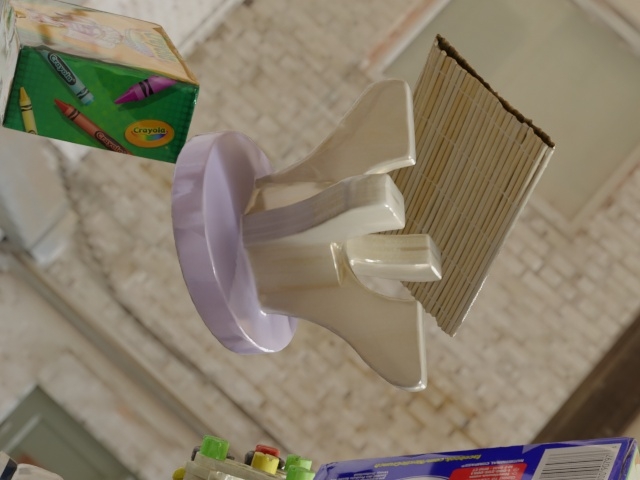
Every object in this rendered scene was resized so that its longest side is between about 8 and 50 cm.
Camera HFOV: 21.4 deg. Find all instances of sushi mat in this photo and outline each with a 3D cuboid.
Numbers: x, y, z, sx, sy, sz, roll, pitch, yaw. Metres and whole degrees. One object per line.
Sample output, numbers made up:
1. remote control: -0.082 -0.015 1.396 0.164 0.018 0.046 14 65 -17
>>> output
1. sushi mat: 0.117 -0.042 1.589 0.151 0.019 0.316 43 -34 16

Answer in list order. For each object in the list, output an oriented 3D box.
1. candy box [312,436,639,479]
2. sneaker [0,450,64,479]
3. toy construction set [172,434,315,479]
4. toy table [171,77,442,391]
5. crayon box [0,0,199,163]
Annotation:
1. candy box: 0.143 0.325 1.305 0.268 0.122 0.317 -9 -70 26
2. sneaker: -0.279 0.296 1.402 0.094 0.235 0.090 28 -17 -12
3. toy construction set: -0.042 0.304 1.870 0.215 0.151 0.327 15 -15 35
4. toy table: 0.000 0.000 1.358 0.160 0.252 0.274 -6 -3 13
5. crayon box: -0.222 -0.160 1.617 0.165 0.081 0.278 11 15 -17
